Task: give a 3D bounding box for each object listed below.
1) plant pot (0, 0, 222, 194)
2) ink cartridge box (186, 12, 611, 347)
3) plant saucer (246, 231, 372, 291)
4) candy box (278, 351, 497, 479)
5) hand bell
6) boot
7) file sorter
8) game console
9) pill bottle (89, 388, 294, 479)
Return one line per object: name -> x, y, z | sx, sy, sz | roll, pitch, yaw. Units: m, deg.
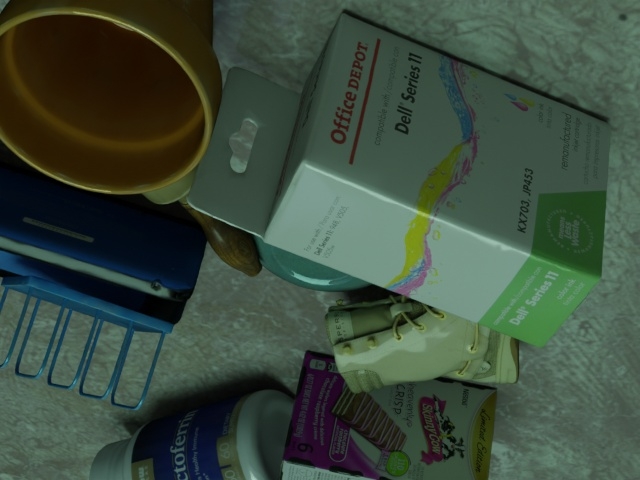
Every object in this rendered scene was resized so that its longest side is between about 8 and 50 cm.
plant pot -> -0.177, -0.177, 1.272 | 0.205, 0.188, 0.205 | 6, 137, 6
ink cartridge box -> 0.077, -0.069, 1.311 | 0.354, 0.207, 0.119 | 21, 138, -9
plant saucer -> 0.000, 0.000, 1.531 | 0.195, 0.037, 0.195 | 7, 137, 7
candy box -> 0.079, 0.230, 1.667 | 0.234, 0.159, 0.071 | 11, 139, 1
hand bell -> -0.126, -0.038, 1.471 | 0.126, 0.126, 0.242 | -14, 137, 26
boot -> 0.104, 0.070, 1.523 | 0.204, 0.095, 0.262 | -6, 141, 6
file sorter -> -0.273, 0.114, 1.596 | 0.170, 0.104, 0.118 | 22, 168, -24
game console -> -0.283, 0.032, 1.544 | 0.293, 0.250, 0.173 | 17, 111, -5
pill bottle -> -0.147, 0.284, 1.784 | 0.265, 0.153, 0.153 | -19, 129, 30
